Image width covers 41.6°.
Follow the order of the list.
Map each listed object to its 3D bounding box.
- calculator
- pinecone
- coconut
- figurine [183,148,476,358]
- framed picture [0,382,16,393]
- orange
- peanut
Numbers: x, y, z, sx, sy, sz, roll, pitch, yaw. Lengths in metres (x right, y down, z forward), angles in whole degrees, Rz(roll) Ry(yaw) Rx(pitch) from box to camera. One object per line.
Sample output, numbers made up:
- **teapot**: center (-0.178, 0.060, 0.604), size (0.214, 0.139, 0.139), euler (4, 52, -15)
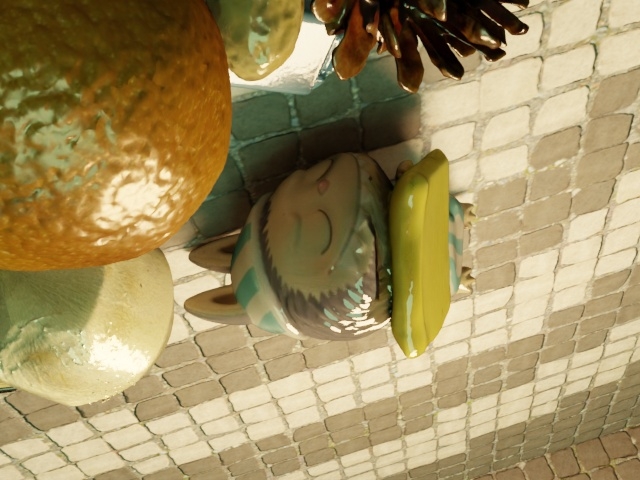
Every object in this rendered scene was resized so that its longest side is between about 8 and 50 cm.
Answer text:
- **calculator**: center (-0.067, -0.217, 0.921), size (0.210, 0.039, 0.121), euler (1, 139, -26)
- **pinecone**: center (0.110, -0.252, 0.819), size (0.201, 0.202, 0.229), euler (16, 135, 13)
- **coconut**: center (-0.320, 0.077, 1.042), size (0.245, 0.245, 0.247), euler (-31, 143, 17)
- **figurine**: center (0.000, 0.000, 1.173), size (0.378, 0.266, 0.361), euler (5, -179, 20)
- **framed picture**: center (-0.458, 0.184, 1.315), size (0.199, 0.010, 0.195), euler (-3, 143, -22)
- **orange**: center (-0.230, -0.124, 0.725), size (0.322, 0.322, 0.357), euler (-23, 159, 6)
- **peanut**: center (-0.043, -0.268, 0.760), size (0.101, 0.117, 0.263), euler (10, 123, -23)
